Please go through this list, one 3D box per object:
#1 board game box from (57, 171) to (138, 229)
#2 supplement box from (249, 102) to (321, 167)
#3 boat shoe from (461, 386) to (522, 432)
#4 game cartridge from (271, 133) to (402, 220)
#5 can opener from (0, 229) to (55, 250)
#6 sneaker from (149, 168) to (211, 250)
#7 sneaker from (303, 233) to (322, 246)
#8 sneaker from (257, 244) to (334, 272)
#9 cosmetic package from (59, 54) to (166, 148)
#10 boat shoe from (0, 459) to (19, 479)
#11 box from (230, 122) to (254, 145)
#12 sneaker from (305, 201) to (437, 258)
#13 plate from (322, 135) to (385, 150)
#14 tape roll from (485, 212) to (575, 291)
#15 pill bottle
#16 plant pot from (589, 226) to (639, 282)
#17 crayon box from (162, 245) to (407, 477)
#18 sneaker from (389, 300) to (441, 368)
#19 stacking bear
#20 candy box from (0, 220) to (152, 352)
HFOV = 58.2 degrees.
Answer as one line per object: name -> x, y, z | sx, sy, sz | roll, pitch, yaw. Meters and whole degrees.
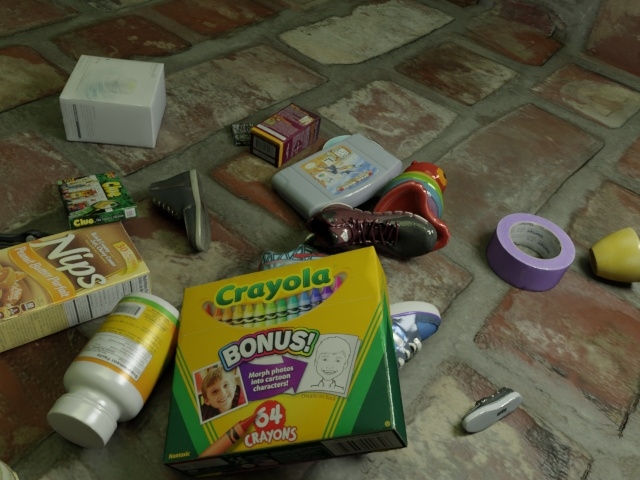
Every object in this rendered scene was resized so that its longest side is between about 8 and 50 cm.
board game box -> -0.499, -0.095, 1.275 | 0.136, 0.030, 0.259 | -11, 27, -26
supplement box -> -0.095, -0.292, 1.579 | 0.104, 0.081, 0.188 | 31, 48, 19
boat shoe -> 0.315, 0.315, 1.080 | 0.142, 0.049, 0.040 | -15, 31, -27
game cartridge -> 0.050, -0.162, 1.454 | 0.297, 0.062, 0.198 | -30, 45, -22
can opener -> -0.648, 0.008, 1.196 | 0.186, 0.073, 0.059 | 0, 84, -7
sneaker -> -0.321, -0.057, 1.316 | 0.118, 0.083, 0.222 | -15, 55, 0
sneaker -> 0.000, 0.000, 1.340 | 0.083, 0.031, 0.035 | -19, 52, -28
sneaker -> -0.006, 0.047, 1.241 | 0.262, 0.104, 0.125 | -4, 43, -17
cosmetic package -> -0.541, -0.372, 1.533 | 0.224, 0.138, 0.224 | 5, 45, -9
boat shoe -> -0.591, 0.324, 0.870 | 0.285, 0.089, 0.104 | 23, 71, 16
box -> -0.211, -0.297, 1.606 | 0.067, 0.018, 0.083 | -6, 47, -17
sneaker -> 0.095, -0.007, 1.229 | 0.281, 0.106, 0.162 | 10, 16, 25
plate -> 0.097, -0.228, 1.595 | 0.188, 0.024, 0.188 | 6, 44, -6
tape roll -> 0.501, 0.026, 1.380 | 0.189, 0.080, 0.189 | 6, 44, -6
pill bottle -> -0.342, 0.218, 0.977 | 0.136, 0.136, 0.246 | 18, 45, 7
plant pot -> 0.706, 0.041, 1.385 | 0.095, 0.134, 0.134 | -10, 43, 13
crayon box -> -0.060, 0.197, 0.950 | 0.363, 0.106, 0.313 | -13, 53, 13
sneaker -> 0.116, 0.253, 1.052 | 0.322, 0.130, 0.236 | -8, 54, -22
stacking bear -> 0.233, -0.103, 1.407 | 0.175, 0.164, 0.289 | 57, 32, -15
candy box -> -0.513, 0.080, 1.116 | 0.316, 0.087, 0.183 | -20, 51, -28
